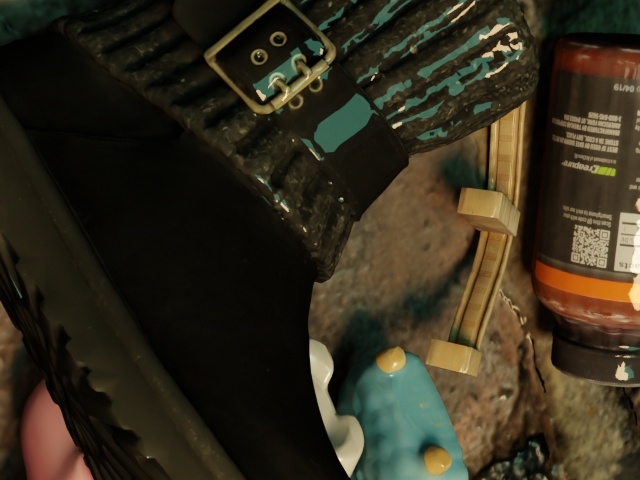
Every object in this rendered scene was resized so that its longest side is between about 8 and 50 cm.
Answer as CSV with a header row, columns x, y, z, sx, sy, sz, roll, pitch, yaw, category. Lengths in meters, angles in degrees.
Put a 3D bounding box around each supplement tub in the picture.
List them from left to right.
x,y,z,sx,sy,sz,roll,pitch,yaw,category
0.178,-0.018,0.795,0.106,0.106,0.198,-3,106,-29,supplement tub

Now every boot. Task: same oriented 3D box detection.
x,y,z,sx,sy,sz,roll,pitch,yaw,category
0.000,-0.003,0.596,0.260,0.131,0.348,-27,73,-19,boot

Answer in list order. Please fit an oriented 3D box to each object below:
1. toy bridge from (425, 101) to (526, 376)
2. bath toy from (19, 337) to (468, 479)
x,y,z,sx,sy,sz,roll,pitch,yaw,category
0.096,-0.016,0.775,0.063,0.026,0.188,29,71,-69,toy bridge
-0.096,0.133,0.675,0.348,0.151,0.129,4,145,-32,bath toy
